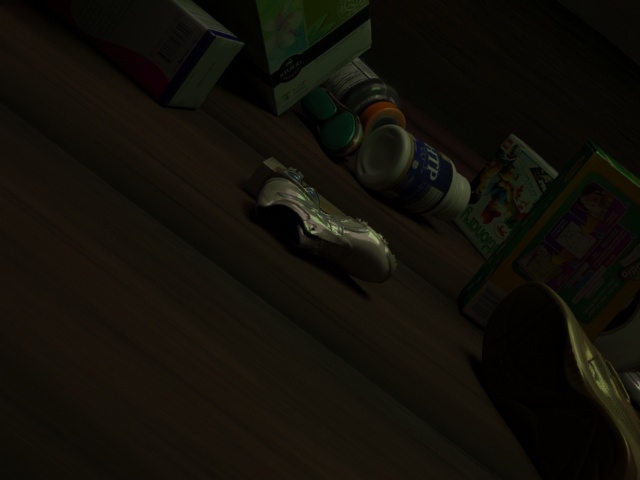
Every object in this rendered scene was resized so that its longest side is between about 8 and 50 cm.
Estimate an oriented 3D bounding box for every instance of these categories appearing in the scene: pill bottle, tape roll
[{"bbox_3d":[0.156,-0.103,1.818,0.186,0.112,0.112,26,18,-40],"label":"pill bottle"},{"bbox_3d":[0.065,-0.261,2.065,0.130,0.130,0.246,26,19,-40],"label":"pill bottle"},{"bbox_3d":[0.402,0.063,1.621,0.246,0.246,0.169,40,13,9],"label":"tape roll"}]

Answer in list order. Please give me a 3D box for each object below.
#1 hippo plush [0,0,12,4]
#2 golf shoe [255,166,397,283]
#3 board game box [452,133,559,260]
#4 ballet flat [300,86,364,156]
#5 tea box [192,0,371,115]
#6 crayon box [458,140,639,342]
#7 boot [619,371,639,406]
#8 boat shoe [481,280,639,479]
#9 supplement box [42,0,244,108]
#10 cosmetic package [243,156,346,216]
[{"bbox_3d":[-0.392,-0.335,1.107,0.294,0.234,0.236,105,-37,-60],"label":"hippo plush"},{"bbox_3d":[0.000,0.000,1.226,0.176,0.069,0.086,35,34,0],"label":"golf shoe"},{"bbox_3d":[0.355,-0.041,1.948,0.053,0.193,0.305,30,15,-32],"label":"board game box"},{"bbox_3d":[0.030,-0.186,1.875,0.079,0.077,0.221,52,2,-36],"label":"ballet flat"},{"bbox_3d":[-0.109,-0.440,1.752,0.329,0.220,0.323,44,-16,25],"label":"tea box"},{"bbox_3d":[0.334,0.029,1.479,0.165,0.278,0.081,37,14,-6],"label":"crayon box"},{"bbox_3d":[0.597,0.259,1.727,0.258,0.123,0.095,38,13,1],"label":"boot"},{"bbox_3d":[0.270,0.177,1.204,0.110,0.121,0.341,36,23,-29],"label":"boat shoe"},{"bbox_3d":[-0.225,-0.278,1.416,0.220,0.111,0.114,41,14,10],"label":"supplement box"},{"bbox_3d":[-0.029,-0.045,1.303,0.115,0.041,0.060,38,13,-1],"label":"cosmetic package"}]
